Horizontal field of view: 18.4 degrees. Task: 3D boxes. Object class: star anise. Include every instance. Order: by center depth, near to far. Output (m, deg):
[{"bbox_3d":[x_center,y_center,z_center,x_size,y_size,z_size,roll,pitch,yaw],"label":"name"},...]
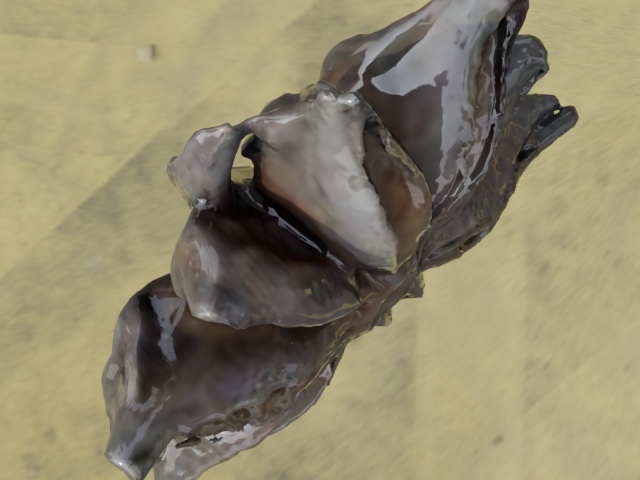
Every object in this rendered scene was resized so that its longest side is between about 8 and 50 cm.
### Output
[{"bbox_3d":[0.000,0.000,0.572,0.065,0.182,0.195,38,105,15],"label":"star anise"}]
